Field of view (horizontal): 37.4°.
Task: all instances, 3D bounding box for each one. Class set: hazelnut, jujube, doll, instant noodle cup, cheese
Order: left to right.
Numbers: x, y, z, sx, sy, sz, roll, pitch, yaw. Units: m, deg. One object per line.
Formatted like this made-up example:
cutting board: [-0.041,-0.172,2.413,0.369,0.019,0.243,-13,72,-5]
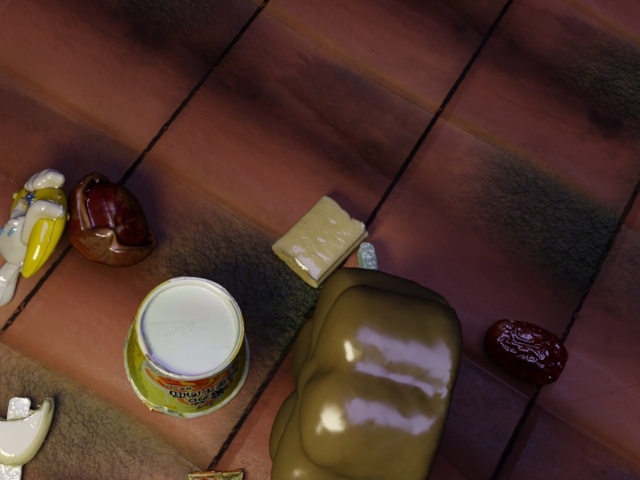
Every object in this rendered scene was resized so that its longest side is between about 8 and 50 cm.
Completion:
cheese: [-0.577,0.407,1.778,0.127,0.050,0.235,7,75,-16]
doll: [-0.580,-0.017,1.874,0.111,0.252,0.237,21,51,-38]
hazelnut: [-0.426,-0.035,1.927,0.202,0.160,0.170,28,46,-8]
instant noodle cup: [-0.256,0.196,1.842,0.264,0.200,0.264,4,65,-9]
jujube: [0.434,0.231,2.001,0.176,0.109,0.112,28,32,5]

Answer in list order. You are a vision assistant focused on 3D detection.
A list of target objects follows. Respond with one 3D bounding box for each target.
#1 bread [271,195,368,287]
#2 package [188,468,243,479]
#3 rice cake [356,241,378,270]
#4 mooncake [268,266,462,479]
bread: [0.000,0.000,2.044,0.139,0.060,0.178,40,67,8]
package: [-0.199,0.500,1.817,0.108,0.031,0.120,0,62,-11]
rice cake: [0.112,0.120,2.022,0.042,0.045,0.245,-3,68,-11]
mooncake: [0.078,0.281,1.738,0.262,0.467,0.467,19,66,-6]
